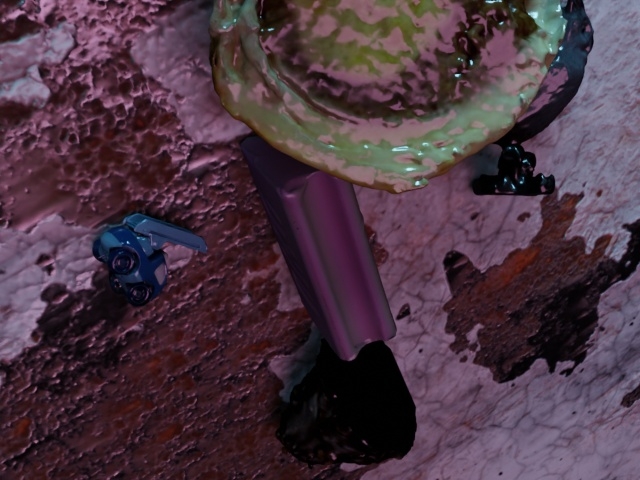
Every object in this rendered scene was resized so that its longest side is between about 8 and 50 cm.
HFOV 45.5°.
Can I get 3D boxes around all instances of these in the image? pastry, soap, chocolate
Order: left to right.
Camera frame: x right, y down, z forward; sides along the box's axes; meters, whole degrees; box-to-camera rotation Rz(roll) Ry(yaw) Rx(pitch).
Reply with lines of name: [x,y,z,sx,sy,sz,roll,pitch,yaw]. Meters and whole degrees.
soap: [0.000,0.000,0.708,0.065,0.122,0.203,-27,125,-10]
chocolate: [0.010,0.189,0.836,0.133,0.156,0.156,-33,132,28]
pastry: [0.040,-0.172,0.594,0.256,0.170,0.237,18,102,-18]

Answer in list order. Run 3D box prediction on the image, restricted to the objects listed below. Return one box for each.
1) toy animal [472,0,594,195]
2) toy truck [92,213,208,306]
toy animal: [0.197,-0.146,0.768,0.117,0.121,0.210,15,94,13]
toy truck: [-0.150,0.011,0.684,0.090,0.056,0.073,-32,122,-23]
